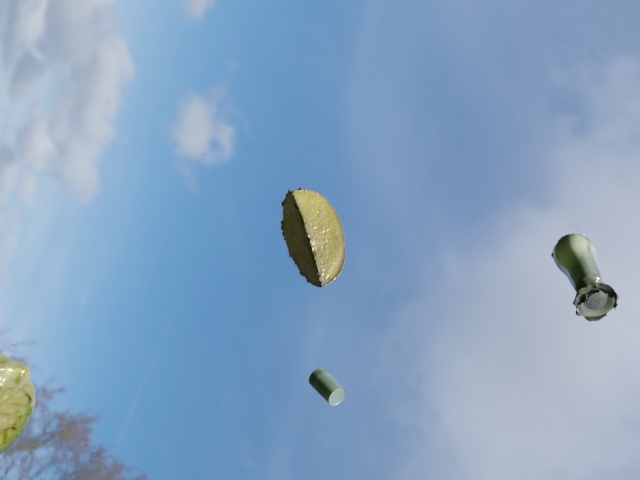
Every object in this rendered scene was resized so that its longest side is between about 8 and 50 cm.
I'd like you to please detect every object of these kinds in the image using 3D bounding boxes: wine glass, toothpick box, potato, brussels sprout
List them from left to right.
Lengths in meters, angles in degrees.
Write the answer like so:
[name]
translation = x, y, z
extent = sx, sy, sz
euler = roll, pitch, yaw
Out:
[brussels sprout]
translation = -0.414, 0.203, 1.034
extent = 0.100, 0.139, 0.181
euler = 40, -75, 40
[potato]
translation = 0.000, 0.000, 1.431
extent = 0.172, 0.089, 0.100
euler = 70, -26, 16
[toothpick box]
translation = 0.016, 0.339, 2.011
extent = 0.083, 0.052, 0.052
euler = 39, -75, 44
[wine glass]
translation = 0.416, 0.055, 1.375
extent = 0.072, 0.072, 0.155
euler = -53, -163, 26
